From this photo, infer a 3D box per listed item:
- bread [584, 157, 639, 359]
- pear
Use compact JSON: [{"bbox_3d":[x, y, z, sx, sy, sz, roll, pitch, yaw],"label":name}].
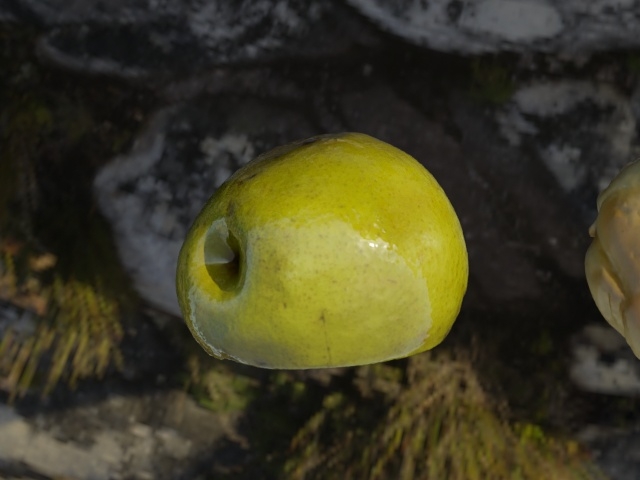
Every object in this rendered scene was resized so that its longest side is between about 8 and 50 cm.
[{"bbox_3d":[0.297,-0.046,0.944,0.121,0.173,0.311,18,124,-45],"label":"bread"},{"bbox_3d":[0.000,0.000,0.740,0.141,0.141,0.104,2,98,16],"label":"pear"}]
